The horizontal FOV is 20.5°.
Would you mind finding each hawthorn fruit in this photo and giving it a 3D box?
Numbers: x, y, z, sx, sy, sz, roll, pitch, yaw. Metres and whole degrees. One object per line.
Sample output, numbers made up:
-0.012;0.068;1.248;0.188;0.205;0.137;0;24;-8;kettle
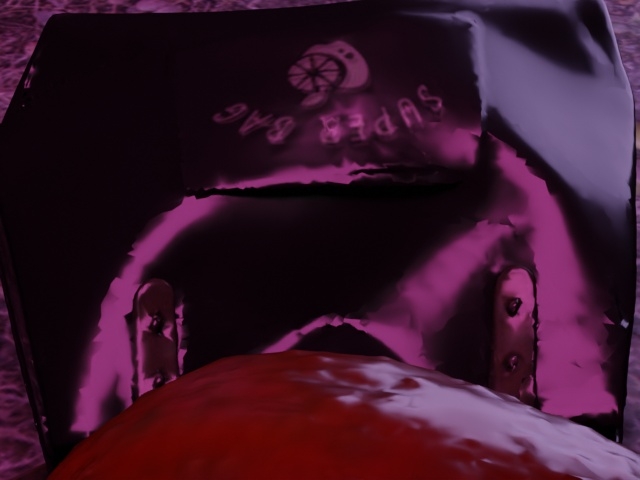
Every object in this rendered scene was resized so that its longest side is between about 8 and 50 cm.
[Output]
0.008;0.200;0.488;0.287;0.287;0.330;6;39;14;hawthorn fruit

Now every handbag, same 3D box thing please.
0.000;0.000;0.854;0.342;0.152;0.288;-4;42;-1;handbag

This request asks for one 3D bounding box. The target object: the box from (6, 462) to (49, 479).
-0.045;0.141;0.793;0.325;0.047;0.180;-24;37;-29;box
